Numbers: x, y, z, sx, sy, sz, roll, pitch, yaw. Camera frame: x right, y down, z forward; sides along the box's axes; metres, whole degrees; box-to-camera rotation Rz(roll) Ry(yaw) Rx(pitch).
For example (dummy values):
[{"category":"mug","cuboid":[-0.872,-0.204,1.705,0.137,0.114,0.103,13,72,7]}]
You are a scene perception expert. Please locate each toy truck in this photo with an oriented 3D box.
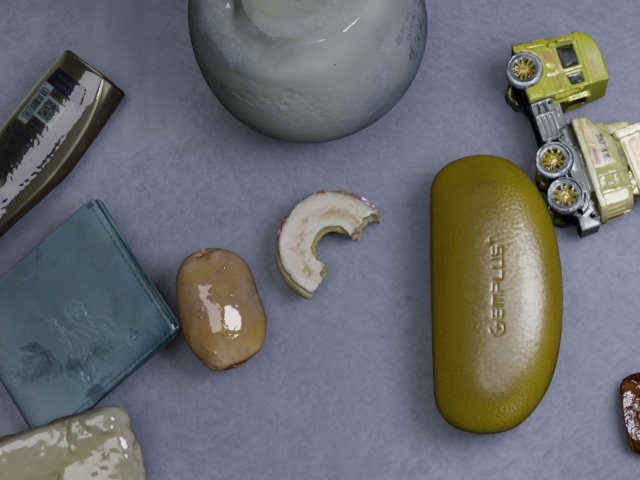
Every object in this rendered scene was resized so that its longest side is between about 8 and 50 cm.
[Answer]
[{"category":"toy truck","cuboid":[0.355,-0.148,1.418,0.157,0.124,0.272,-17,77,7]}]

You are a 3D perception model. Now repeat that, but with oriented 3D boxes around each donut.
[{"category":"donut","cuboid":[-0.001,-0.005,1.487,0.108,0.065,0.166,38,89,15]}]

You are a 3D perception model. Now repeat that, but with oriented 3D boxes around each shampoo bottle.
[{"category":"shampoo bottle","cuboid":[-0.445,-0.119,1.581,0.126,0.084,0.350,36,88,17]},{"category":"shampoo bottle","cuboid":[-0.020,-0.298,1.417,0.323,0.317,0.322,-3,78,12]}]

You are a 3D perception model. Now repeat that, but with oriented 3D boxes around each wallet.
[{"category":"wallet","cuboid":[-0.363,0.120,1.515,0.290,0.054,0.251,-39,74,12]}]

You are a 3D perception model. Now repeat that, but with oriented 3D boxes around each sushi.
[{"category":"sushi","cuboid":[0.428,0.235,1.370,0.055,0.052,0.120,-12,75,24]}]

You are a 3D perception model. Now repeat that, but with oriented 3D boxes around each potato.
[{"category":"potato","cuboid":[-0.140,0.093,1.469,0.119,0.109,0.178,-14,79,0]}]

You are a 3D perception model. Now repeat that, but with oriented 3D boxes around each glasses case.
[{"category":"glasses case","cuboid":[0.233,0.069,1.390,0.173,0.141,0.371,-2,79,10]}]

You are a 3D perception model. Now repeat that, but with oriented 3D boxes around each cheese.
[{"category":"cheese","cuboid":[-0.374,0.332,1.443,0.263,0.093,0.159,-16,84,-6]}]
